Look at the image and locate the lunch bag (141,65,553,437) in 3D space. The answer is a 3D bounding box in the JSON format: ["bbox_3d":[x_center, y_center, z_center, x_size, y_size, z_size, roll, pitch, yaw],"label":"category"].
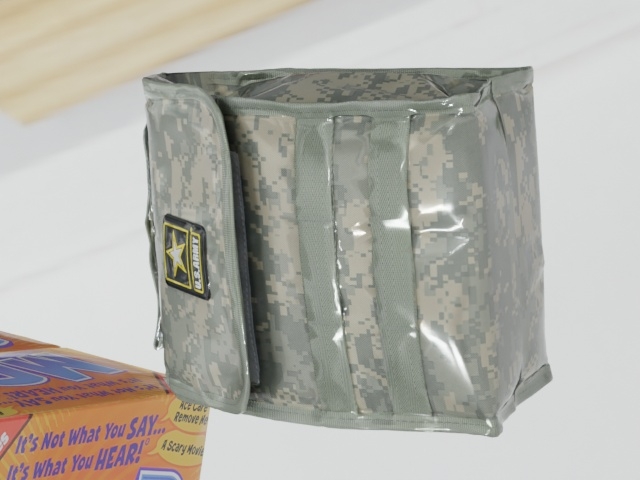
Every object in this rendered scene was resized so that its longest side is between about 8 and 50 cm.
[{"bbox_3d":[0.000,0.000,1.320,0.287,0.235,0.169,1,-167,24],"label":"lunch bag"}]

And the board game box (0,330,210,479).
[{"bbox_3d":[-0.359,0.277,1.694,0.356,0.357,0.356,12,-173,29],"label":"board game box"}]
